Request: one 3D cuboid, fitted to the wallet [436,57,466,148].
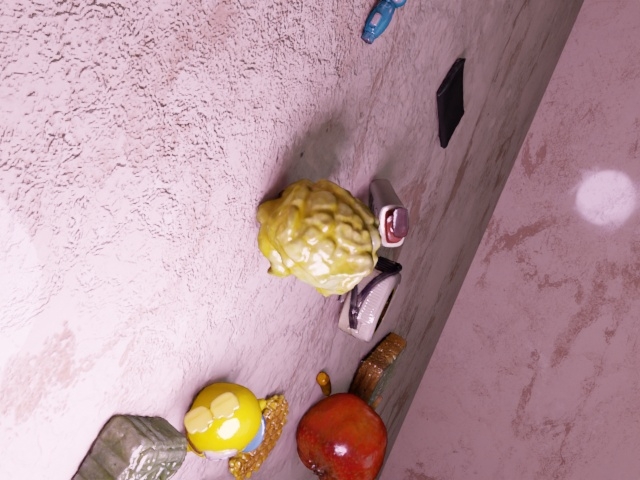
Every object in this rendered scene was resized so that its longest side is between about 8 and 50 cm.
[{"bbox_3d":[0.391,-0.406,1.855,0.146,0.030,0.285,-55,156,-13],"label":"wallet"}]

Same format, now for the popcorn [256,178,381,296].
[{"bbox_3d":[0.000,0.000,1.133,0.195,0.255,0.256,-62,152,-8],"label":"popcorn"}]

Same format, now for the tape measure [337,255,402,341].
[{"bbox_3d":[0.141,0.146,1.780,0.271,0.133,0.231,-62,166,-10],"label":"tape measure"}]

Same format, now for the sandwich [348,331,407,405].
[{"bbox_3d":[0.211,0.513,2.388,0.273,0.095,0.249,-29,143,-57],"label":"sandwich"}]

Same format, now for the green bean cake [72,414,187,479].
[{"bbox_3d":[-0.327,0.398,1.054,0.185,0.094,0.183,-56,159,-6],"label":"green bean cake"}]

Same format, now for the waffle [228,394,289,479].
[{"bbox_3d":[-0.156,0.510,1.609,0.231,0.051,0.228,-52,155,-28],"label":"waffle"}]

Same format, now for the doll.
[{"bbox_3d":[-0.200,0.379,1.279,0.199,0.145,0.363,-24,157,-9],"label":"doll"}]

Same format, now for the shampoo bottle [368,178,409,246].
[{"bbox_3d":[0.165,-0.054,1.466,0.284,0.071,0.153,-116,-156,-77],"label":"shampoo bottle"}]

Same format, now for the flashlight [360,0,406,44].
[{"bbox_3d":[0.121,-0.433,1.190,0.129,0.051,0.051,-60,158,-1],"label":"flashlight"}]

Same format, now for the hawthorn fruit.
[{"bbox_3d":[0.092,0.606,1.950,0.330,0.287,0.287,-42,151,-30],"label":"hawthorn fruit"}]

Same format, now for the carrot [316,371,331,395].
[{"bbox_3d":[0.014,0.453,1.946,0.042,0.042,0.170,-54,158,-23],"label":"carrot"}]
